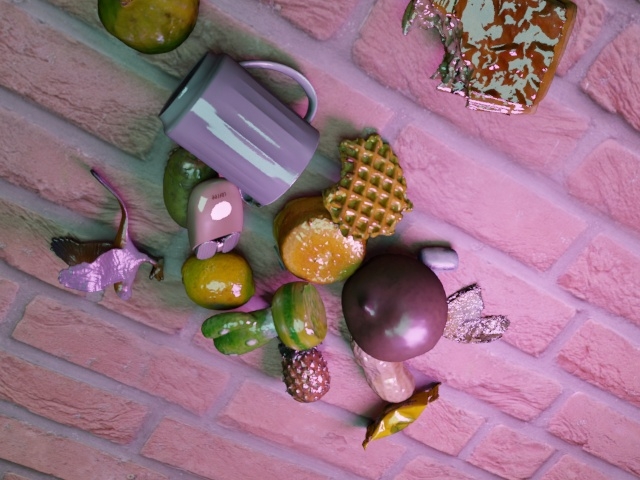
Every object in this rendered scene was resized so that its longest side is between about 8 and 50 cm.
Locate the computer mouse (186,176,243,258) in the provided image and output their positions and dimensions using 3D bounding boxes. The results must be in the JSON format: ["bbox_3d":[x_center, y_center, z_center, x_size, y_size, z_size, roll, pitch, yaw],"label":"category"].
[{"bbox_3d":[-0.267,-0.053,1.742,0.145,0.082,0.237,-18,137,-29],"label":"computer mouse"}]

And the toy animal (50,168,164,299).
[{"bbox_3d":[-0.546,0.000,1.848,0.302,0.225,0.284,28,93,-31],"label":"toy animal"}]

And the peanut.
[{"bbox_3d":[0.190,0.371,2.058,0.149,0.149,0.313,-20,117,7],"label":"peanut"}]

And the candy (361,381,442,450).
[{"bbox_3d":[0.250,0.540,2.133,0.297,0.187,0.081,-38,86,12],"label":"candy"}]

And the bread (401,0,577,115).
[{"bbox_3d":[0.370,-0.480,1.587,0.369,0.192,0.314,14,121,-5],"label":"bread"}]

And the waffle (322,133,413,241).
[{"bbox_3d":[0.117,-0.132,1.756,0.291,0.051,0.291,1,89,-31],"label":"waffle"}]

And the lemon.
[{"bbox_3d":[-0.278,0.106,1.870,0.207,0.170,0.170,6,118,-10],"label":"lemon"}]

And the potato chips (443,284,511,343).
[{"bbox_3d":[0.460,0.237,2.064,0.219,0.029,0.202,33,112,-16],"label":"potato chips"}]

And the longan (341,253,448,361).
[{"bbox_3d":[0.200,0.180,1.858,0.297,0.297,0.297,-1,118,-3],"label":"longan"}]

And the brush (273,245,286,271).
[{"bbox_3d":[-0.116,0.052,1.934,0.013,0.016,0.084,-14,119,17],"label":"brush"}]

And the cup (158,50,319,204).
[{"bbox_3d":[-0.173,-0.304,1.639,0.326,0.237,0.323,38,80,-20],"label":"cup"}]

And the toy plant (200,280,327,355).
[{"bbox_3d":[-0.152,0.229,1.858,0.315,0.185,0.224,-15,154,16],"label":"toy plant"}]

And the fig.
[{"bbox_3d":[-0.357,-0.510,1.473,0.233,0.314,0.233,-10,111,-28],"label":"fig"}]

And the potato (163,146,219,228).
[{"bbox_3d":[-0.333,-0.135,1.770,0.149,0.113,0.251,-9,132,-14],"label":"potato"}]

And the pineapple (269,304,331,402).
[{"bbox_3d":[-0.072,0.320,2.019,0.170,0.141,0.310,-6,108,27],"label":"pineapple"}]

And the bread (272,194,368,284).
[{"bbox_3d":[0.000,0.000,1.843,0.268,0.146,0.269,0,121,-1],"label":"bread"}]

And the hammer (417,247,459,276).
[{"bbox_3d":[0.328,0.105,1.968,0.116,0.070,0.194,1,126,-4],"label":"hammer"}]

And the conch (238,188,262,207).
[{"bbox_3d":[-0.170,-0.128,1.814,0.085,0.057,0.076,37,132,0],"label":"conch"}]
